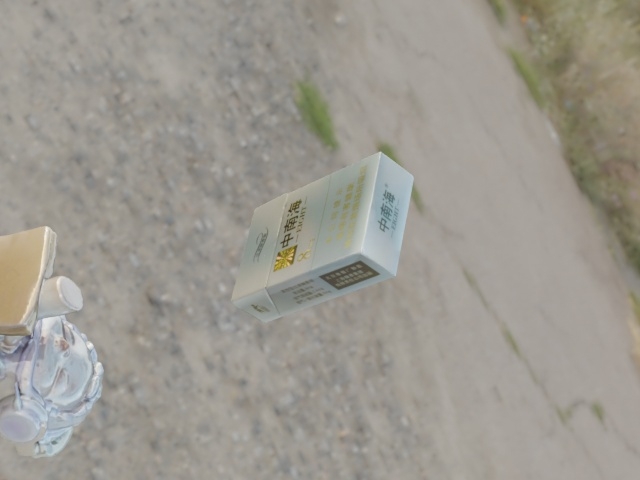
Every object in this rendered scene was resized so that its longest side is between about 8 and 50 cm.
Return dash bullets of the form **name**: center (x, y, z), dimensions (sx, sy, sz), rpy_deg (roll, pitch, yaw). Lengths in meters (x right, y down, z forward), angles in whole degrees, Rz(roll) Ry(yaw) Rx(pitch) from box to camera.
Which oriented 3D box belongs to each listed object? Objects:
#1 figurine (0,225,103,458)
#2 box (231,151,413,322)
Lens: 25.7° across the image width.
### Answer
- **figurine**: center (-0.257, 0.099, 1.258), dimensions (0.237, 0.141, 0.162), rpy_deg (79, 11, -47)
- **box**: center (0.000, 0.000, 1.769), dimensions (0.067, 0.243, 0.155), rpy_deg (36, 50, -30)
